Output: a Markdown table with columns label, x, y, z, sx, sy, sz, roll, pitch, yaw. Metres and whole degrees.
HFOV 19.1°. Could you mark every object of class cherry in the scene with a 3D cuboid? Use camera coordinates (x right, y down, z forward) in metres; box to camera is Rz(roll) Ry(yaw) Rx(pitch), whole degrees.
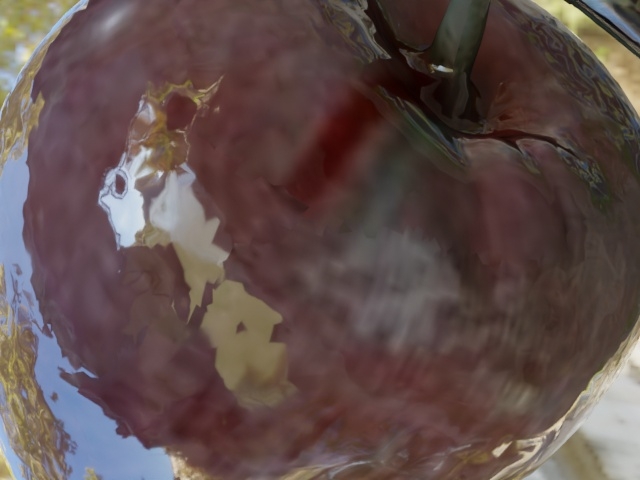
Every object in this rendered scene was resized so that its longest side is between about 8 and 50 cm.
| label | x | y | z | sx | sy | sz | roll | pitch | yaw |
| --- | --- | --- | --- | --- | --- | --- | --- | --- | --- |
| cherry | 0.000 | 0.000 | 0.645 | 0.236 | 0.213 | 0.285 | 9 | -52 | -22 |

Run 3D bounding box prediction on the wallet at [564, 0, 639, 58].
| label | x | y | z | sx | sy | sz | roll | pitch | yaw |
| --- | --- | --- | --- | --- | --- | --- | --- | --- | --- |
| wallet | 0.130 | -0.030 | 0.514 | 0.232 | 0.122 | 0.031 | 35 | -77 | -20 |
